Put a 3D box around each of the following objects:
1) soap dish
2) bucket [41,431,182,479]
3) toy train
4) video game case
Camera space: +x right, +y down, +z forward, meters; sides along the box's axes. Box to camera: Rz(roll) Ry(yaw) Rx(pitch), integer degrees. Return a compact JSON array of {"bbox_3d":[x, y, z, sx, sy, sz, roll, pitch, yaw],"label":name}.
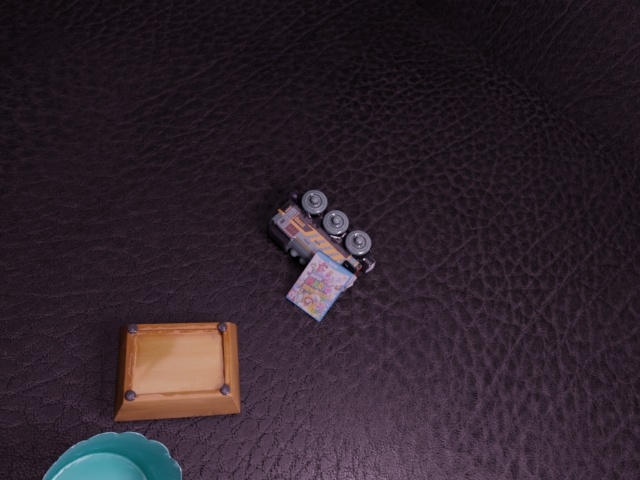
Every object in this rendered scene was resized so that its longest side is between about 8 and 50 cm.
[{"bbox_3d":[-0.341,0.305,1.277,0.291,0.118,0.228,1,60,-14],"label":"soap dish"},{"bbox_3d":[-0.429,0.527,1.046,0.281,0.183,0.281,17,55,-25],"label":"bucket"},{"bbox_3d":[0.000,0.000,1.553,0.334,0.142,0.190,43,72,9],"label":"toy train"},{"bbox_3d":[-0.004,0.126,1.474,0.119,0.015,0.166,36,100,8],"label":"video game case"}]
